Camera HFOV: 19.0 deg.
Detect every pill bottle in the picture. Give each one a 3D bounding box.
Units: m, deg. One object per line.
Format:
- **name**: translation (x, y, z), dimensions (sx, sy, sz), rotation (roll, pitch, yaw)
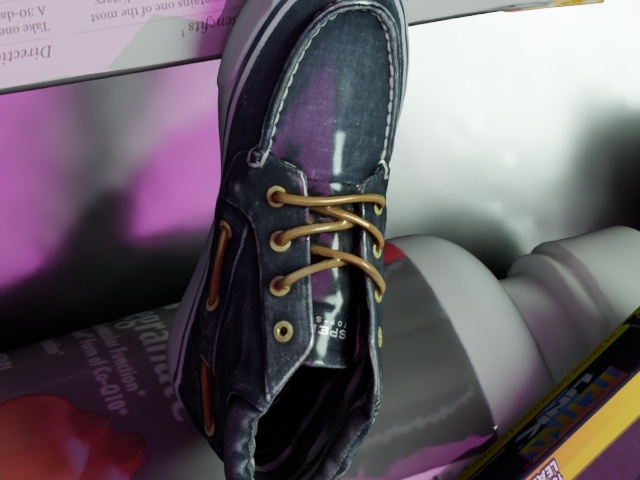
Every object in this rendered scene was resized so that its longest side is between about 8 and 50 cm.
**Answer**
- **pill bottle**: translation (-0.002, 0.099, 0.776), dimensions (0.318, 0.176, 0.176), rotation (-16, 101, -14)

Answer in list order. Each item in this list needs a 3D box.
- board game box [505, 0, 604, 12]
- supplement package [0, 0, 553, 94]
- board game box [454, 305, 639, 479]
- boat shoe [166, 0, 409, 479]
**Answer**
- **board game box**: translation (0.061, -0.191, 0.773), dimensions (0.045, 0.147, 0.193), rotation (-8, 99, -15)
- **supplement package**: translation (-0.078, -0.135, 0.710), dimensions (0.262, 0.204, 0.145), rotation (-10, 98, -15)
- **board game box**: translation (0.129, 0.111, 0.694), dimensions (0.170, 0.048, 0.141), rotation (-43, 103, -6)
- **boat shoe**: translation (0.000, 0.000, 0.623), dimensions (0.065, 0.083, 0.183), rotation (2, 119, -24)
